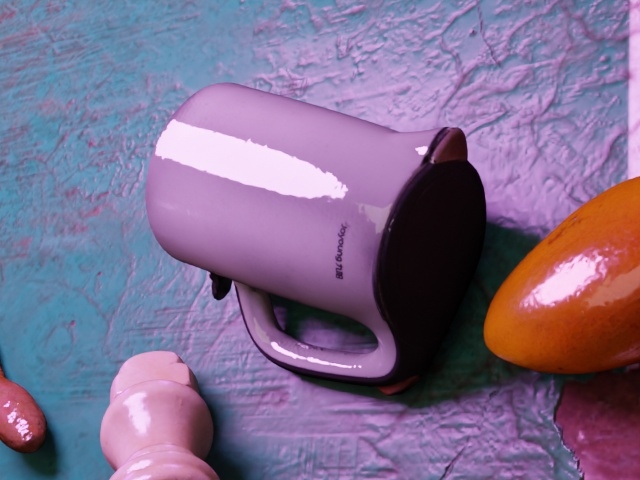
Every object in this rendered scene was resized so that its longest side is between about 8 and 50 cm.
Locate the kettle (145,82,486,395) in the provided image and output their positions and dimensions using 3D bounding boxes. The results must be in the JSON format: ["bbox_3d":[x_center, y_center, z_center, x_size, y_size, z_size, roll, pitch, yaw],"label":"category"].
[{"bbox_3d":[0.000,0.000,1.002,0.255,0.165,0.240,18,110,34],"label":"kettle"}]

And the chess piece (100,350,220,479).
[{"bbox_3d":[-0.120,0.212,0.937,0.117,0.117,0.397,-43,26,11],"label":"chess piece"}]

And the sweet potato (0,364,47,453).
[{"bbox_3d":[-0.323,0.145,1.214,0.050,0.050,0.214,-50,46,6],"label":"sweet potato"}]

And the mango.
[{"bbox_3d":[0.212,0.024,0.868,0.217,0.102,0.141,-29,50,18],"label":"mango"}]
